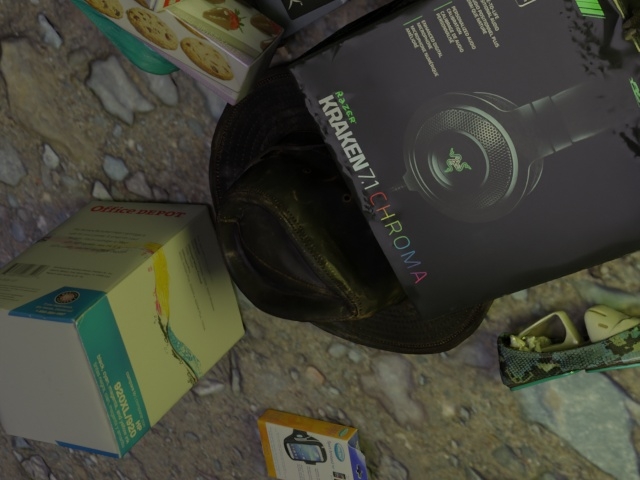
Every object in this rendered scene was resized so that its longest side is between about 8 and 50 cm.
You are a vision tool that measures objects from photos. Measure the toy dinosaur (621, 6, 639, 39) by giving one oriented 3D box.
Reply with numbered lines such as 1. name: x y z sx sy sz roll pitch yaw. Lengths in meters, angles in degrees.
1. toy dinosaur: 0.313 -0.129 0.863 0.160 0.313 0.121 42 170 -27

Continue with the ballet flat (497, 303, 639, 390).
1. ballet flat: 0.235 0.091 1.144 0.188 0.070 0.070 -18 106 37

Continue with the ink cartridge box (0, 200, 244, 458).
1. ink cartridge box: -0.224 0.083 1.344 0.171 0.232 0.168 4 122 33

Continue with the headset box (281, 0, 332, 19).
1. headset box: 0.058 -0.327 0.969 0.293 0.110 0.218 -18 106 41

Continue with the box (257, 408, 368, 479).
1. box: -0.003 0.240 1.428 0.136 0.028 0.081 7 121 29

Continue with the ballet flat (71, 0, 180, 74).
1. ballet flat: -0.220 -0.248 1.241 0.247 0.083 0.087 44 147 7

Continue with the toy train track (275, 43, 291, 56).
1. toy train track: -0.059 -0.177 1.197 0.083 0.014 0.048 9 140 49

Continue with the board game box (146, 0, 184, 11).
1. board game box: -0.173 -0.366 1.048 0.305 0.053 0.193 62 158 9

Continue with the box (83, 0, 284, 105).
1. box: -0.184 -0.246 1.157 0.324 0.063 0.067 36 144 3

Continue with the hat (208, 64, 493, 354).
1. hat: 0.000 0.000 1.203 0.331 0.134 0.331 17 125 26

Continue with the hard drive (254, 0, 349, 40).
1. hard drive: -0.037 -0.257 1.141 0.094 0.022 0.135 -22 103 42

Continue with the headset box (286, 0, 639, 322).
1. headset box: 0.164 -0.101 1.001 0.283 0.131 0.246 -21 104 31
